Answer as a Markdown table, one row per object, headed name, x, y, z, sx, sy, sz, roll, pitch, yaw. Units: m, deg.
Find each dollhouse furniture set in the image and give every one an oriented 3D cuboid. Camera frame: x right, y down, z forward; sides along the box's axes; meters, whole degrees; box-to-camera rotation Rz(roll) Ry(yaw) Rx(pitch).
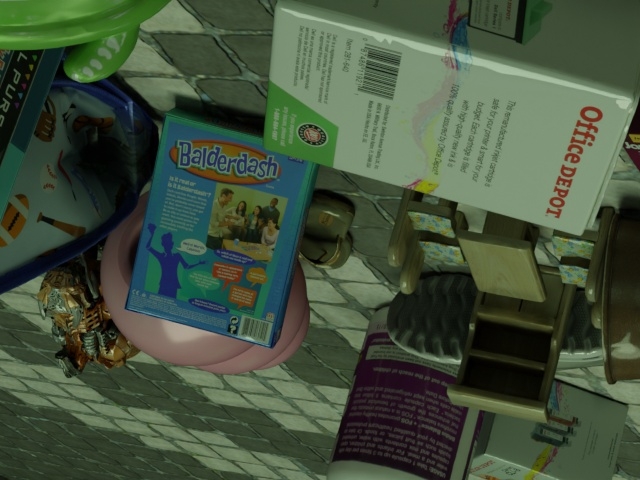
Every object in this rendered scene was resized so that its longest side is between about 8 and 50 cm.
| name | x | y | z | sx | sy | sz | roll | pitch | yaw |
| --- | --- | --- | --- | --- | --- | --- | --- | --- | --- |
| dollhouse furniture set | 0.188 | 0.066 | 1.922 | 0.212 | 0.161 | 0.242 | 10 | 160 | 18 |

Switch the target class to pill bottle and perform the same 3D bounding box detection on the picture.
| name | x | y | z | sx | sy | sz | roll | pitch | yaw |
| --- | --- | --- | --- | --- | --- | --- | --- | --- | --- |
| pill bottle | 0.102 | 0.244 | 2.262 | 0.169 | 0.302 | 0.169 | 15 | 160 | 5 |

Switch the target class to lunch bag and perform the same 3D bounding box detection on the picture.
| name | x | y | z | sx | sy | sz | roll | pitch | yaw |
| --- | --- | --- | --- | --- | --- | --- | --- | --- | --- |
| lunch bag | -0.389 | -0.080 | 1.838 | 0.327 | 0.239 | 0.385 | 7 | -165 | 29 |

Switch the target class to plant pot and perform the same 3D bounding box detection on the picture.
| name | x | y | z | sx | sy | sz | roll | pitch | yaw |
| --- | --- | --- | --- | --- | --- | --- | --- | --- | --- |
| plant pot | 0.361 | 0.060 | 1.791 | 0.165 | 0.167 | 0.167 | 3 | 157 | 15 |

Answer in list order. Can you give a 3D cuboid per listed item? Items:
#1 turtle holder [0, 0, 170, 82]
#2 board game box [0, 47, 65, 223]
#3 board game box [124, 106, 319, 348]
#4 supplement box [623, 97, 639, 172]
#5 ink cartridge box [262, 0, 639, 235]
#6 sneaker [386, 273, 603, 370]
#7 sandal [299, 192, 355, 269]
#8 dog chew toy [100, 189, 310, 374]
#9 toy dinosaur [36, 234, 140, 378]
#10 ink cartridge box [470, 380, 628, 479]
| name | x | y | z | sx | sy | sz | roll | pitch | yaw |
| --- | --- | --- | --- | --- | --- | --- | --- | --- | --- |
| turtle holder | -0.176 | -0.250 | 1.254 | 0.320 | 0.243 | 0.227 | 22 | 145 | 11 |
| board game box | -0.339 | -0.195 | 1.503 | 0.079 | 0.254 | 0.336 | 6 | 158 | 30 |
| board game box | -0.097 | -0.013 | 1.886 | 0.160 | 0.210 | 0.047 | 15 | -165 | 6 |
| supplement box | 0.291 | -0.089 | 1.596 | 0.055 | 0.043 | 0.083 | 5 | 157 | 32 |
| ink cartridge box | 0.105 | -0.133 | 1.474 | 0.278 | 0.117 | 0.201 | 15 | 149 | 4 |
| sneaker | 0.209 | 0.112 | 2.112 | 0.281 | 0.105 | 0.115 | 7 | 158 | 24 |
| sandal | 0.000 | 0.000 | 2.062 | 0.072 | 0.049 | 0.180 | 16 | 161 | 1 |
| dog chew toy | -0.110 | 0.058 | 2.103 | 0.206 | 0.207 | 0.332 | 9 | 166 | 21 |
| toy dinosaur | -0.264 | 0.067 | 2.204 | 0.164 | 0.218 | 0.322 | 18 | 160 | -7 |
| ink cartridge box | 0.280 | 0.253 | 2.404 | 0.176 | 0.127 | 0.128 | 21 | 160 | -9 |
